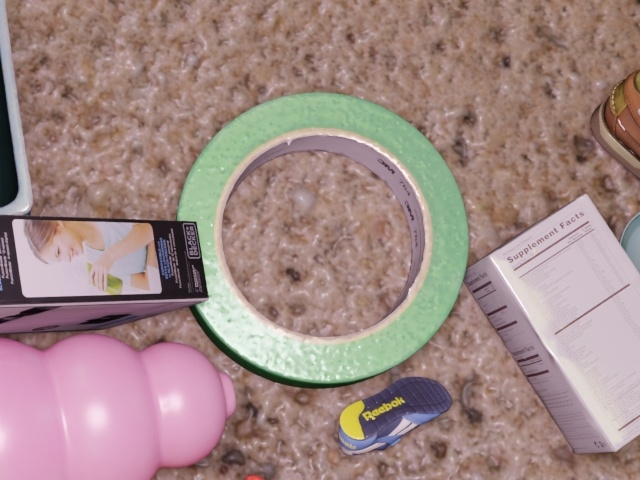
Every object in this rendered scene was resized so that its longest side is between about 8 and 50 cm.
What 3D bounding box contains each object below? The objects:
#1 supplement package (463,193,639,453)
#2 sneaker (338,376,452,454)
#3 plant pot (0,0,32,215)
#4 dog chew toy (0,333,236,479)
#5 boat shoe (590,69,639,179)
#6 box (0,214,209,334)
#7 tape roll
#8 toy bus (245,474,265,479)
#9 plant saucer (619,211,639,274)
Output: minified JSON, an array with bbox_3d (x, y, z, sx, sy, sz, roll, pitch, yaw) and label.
[{"bbox_3d":[0.285,0.094,1.460,0.139,0.134,0.244,-31,85,-12],"label":"supplement package"},{"bbox_3d":[0.078,0.193,1.459,0.144,0.059,0.053,-15,53,-27],"label":"sneaker"},{"bbox_3d":[-0.417,-0.105,1.340,0.247,0.252,0.248,-8,81,-9],"label":"plant pot"},{"bbox_3d":[-0.249,0.186,1.344,0.331,0.206,0.207,-9,81,-18],"label":"dog chew toy"},{"bbox_3d":[0.456,-0.079,1.521,0.307,0.104,0.111,32,58,-3],"label":"boat shoe"},{"bbox_3d":[-0.269,0.036,1.302,0.169,0.290,0.087,-16,79,35],"label":"box"},{"bbox_3d":[0.000,0.000,1.469,0.321,0.077,0.321,1,79,-7],"label":"tape roll"},{"bbox_3d":[-0.124,0.326,1.333,0.220,0.149,0.211,32,71,-26],"label":"toy bus"},{"bbox_3d":[0.400,0.019,1.548,0.119,0.021,0.119,1,80,-8],"label":"plant saucer"}]
